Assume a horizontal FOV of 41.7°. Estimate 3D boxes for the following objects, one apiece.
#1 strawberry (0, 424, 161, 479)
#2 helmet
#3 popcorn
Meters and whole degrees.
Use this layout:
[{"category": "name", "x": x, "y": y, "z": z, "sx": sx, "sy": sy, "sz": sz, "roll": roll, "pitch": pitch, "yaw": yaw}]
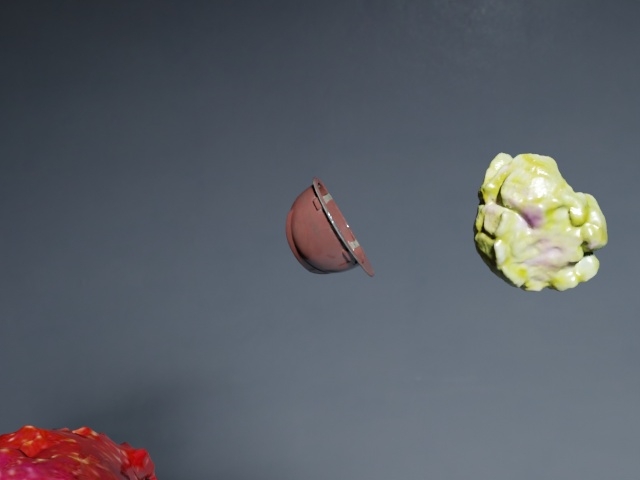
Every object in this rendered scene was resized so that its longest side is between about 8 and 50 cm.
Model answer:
[{"category": "strawberry", "x": -0.228, "y": 0.266, "z": 0.629, "sx": 0.220, "sy": 0.274, "sz": 0.274, "roll": 15, "pitch": 15, "yaw": 4}, {"category": "helmet", "x": 0.000, "y": 0.000, "z": 0.808, "sx": 0.057, "sy": 0.111, "sz": 0.089, "roll": -31, "pitch": 1, "yaw": 6}, {"category": "popcorn", "x": 0.164, "y": -0.014, "z": 0.657, "sx": 0.097, "sy": 0.109, "sz": 0.089, "roll": -36, "pitch": 22, "yaw": 0}]
